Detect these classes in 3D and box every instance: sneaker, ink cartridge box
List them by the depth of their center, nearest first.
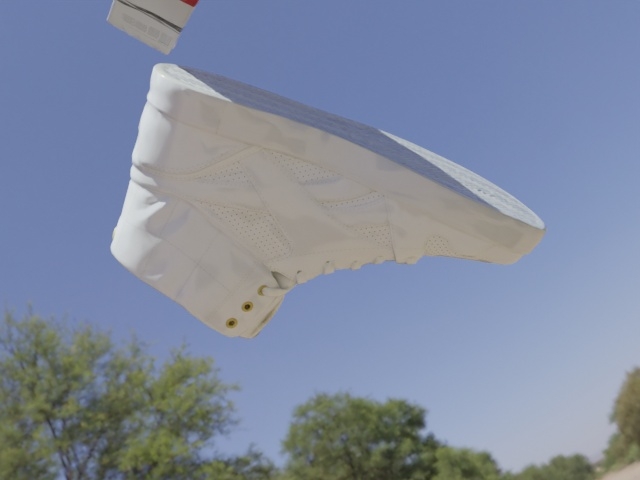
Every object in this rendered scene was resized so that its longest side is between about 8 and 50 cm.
[{"bbox_3d":[-0.102,-0.206,0.588,0.135,0.056,0.099,-18,49,68],"label":"ink cartridge box"},{"bbox_3d":[0.000,0.000,0.596,0.108,0.293,0.169,-93,23,-71],"label":"sneaker"}]
